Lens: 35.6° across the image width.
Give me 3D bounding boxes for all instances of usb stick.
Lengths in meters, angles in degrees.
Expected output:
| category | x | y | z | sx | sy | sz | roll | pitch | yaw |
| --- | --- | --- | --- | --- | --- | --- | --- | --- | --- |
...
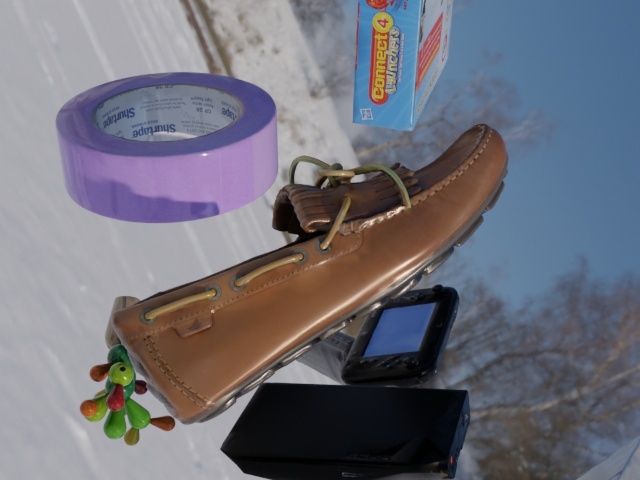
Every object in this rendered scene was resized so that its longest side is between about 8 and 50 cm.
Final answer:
| category | x | y | z | sx | sy | sz | roll | pitch | yaw |
| --- | --- | --- | --- | --- | --- | --- | --- | --- | --- |
| usb stick | -0.003 | 0.133 | 1.256 | 0.278 | 0.045 | 0.077 | 15 | -46 | 64 |

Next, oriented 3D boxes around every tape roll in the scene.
| category | x | y | z | sx | sy | sz | roll | pitch | yaw |
| --- | --- | --- | --- | --- | --- | --- | --- | --- | --- |
| tape roll | -0.191 | -0.125 | 1.267 | 0.275 | 0.274 | 0.090 | -120 | -154 | -57 |

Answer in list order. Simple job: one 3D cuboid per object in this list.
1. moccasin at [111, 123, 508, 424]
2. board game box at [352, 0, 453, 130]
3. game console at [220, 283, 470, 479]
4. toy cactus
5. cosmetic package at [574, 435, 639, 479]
| category | x | y | z | sx | sy | sz | roll | pitch | yaw |
| --- | --- | --- | --- | --- | --- | --- | --- | --- | --- |
| moccasin | -0.001 | 0.000 | 0.865 | 0.147 | 0.380 | 0.139 | 58 | -9 | -3 |
| board game box | 0.126 | -0.352 | 1.395 | 0.308 | 0.086 | 0.302 | -60 | 156 | -58 |
| game console | 0.054 | 0.136 | 1.024 | 0.361 | 0.213 | 0.044 | -55 | 141 | -61 |
| toy cactus | -0.243 | 0.160 | 1.265 | 0.219 | 0.112 | 0.181 | 90 | 1 | -70 |
| cosmetic package | 0.488 | 0.489 | 1.692 | 0.156 | 0.217 | 0.385 | 52 | 20 | 11 |
